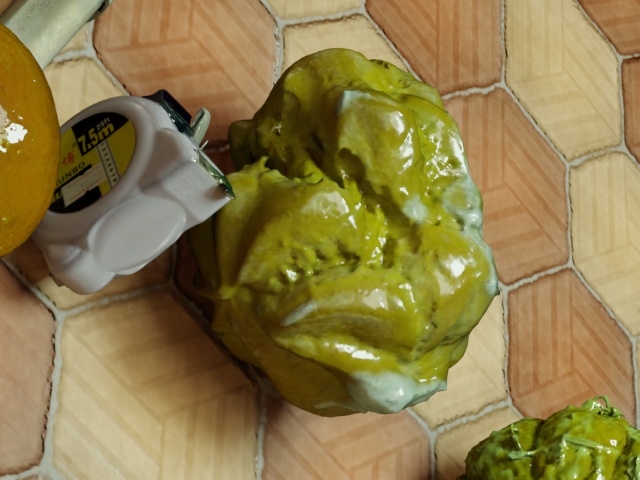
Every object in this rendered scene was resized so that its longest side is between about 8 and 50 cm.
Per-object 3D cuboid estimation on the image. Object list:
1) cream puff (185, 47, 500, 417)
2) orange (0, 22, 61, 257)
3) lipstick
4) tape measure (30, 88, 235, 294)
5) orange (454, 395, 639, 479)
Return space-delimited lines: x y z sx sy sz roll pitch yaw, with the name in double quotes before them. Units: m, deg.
"cream puff" 0.000 0.000 1.678 0.276 0.378 0.378 -9 78 -15
"orange" -0.319 -0.099 1.485 0.179 0.158 0.237 -4 77 -42
"lipstick" -0.245 -0.250 1.684 0.079 0.077 0.253 48 45 -20
"tape measure" -0.182 -0.048 1.583 0.105 0.196 0.178 44 17 -43
"orange" 0.272 0.326 1.793 0.223 0.301 0.300 -16 90 -66
